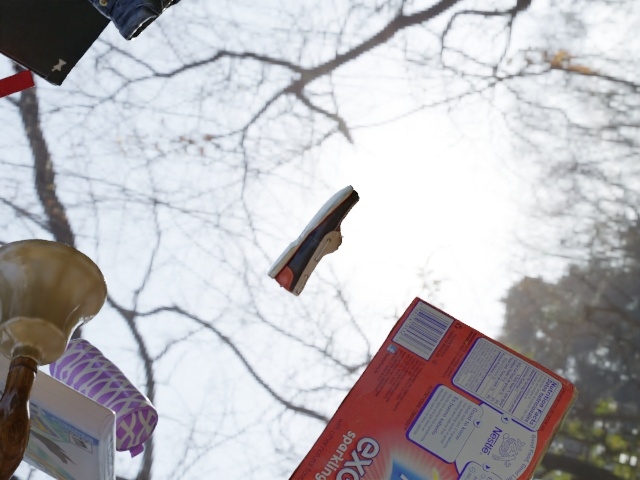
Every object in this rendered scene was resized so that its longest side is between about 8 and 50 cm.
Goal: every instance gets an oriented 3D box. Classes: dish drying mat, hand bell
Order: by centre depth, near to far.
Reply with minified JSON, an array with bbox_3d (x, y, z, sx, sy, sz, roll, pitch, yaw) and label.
[{"bbox_3d":[-0.272,0.123,0.954,0.242,0.126,0.126,-93,-8,-49],"label":"hand bell"},{"bbox_3d":[-0.454,-0.221,1.508,0.083,0.008,0.032,-24,-39,-17],"label":"dish drying mat"}]

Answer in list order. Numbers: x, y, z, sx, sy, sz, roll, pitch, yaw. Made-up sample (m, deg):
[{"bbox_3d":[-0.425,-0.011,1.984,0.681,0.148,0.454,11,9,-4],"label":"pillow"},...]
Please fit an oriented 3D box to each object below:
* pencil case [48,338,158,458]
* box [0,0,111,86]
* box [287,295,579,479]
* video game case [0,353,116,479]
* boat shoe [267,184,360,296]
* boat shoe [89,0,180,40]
[{"bbox_3d":[-0.318,0.227,1.537,0.086,0.206,0.088,-27,-44,-28],"label":"pencil case"},{"bbox_3d":[-0.535,-0.466,1.606,0.212,0.395,0.293,-50,-27,5],"label":"box"},{"bbox_3d":[0.058,0.217,0.814,0.300,0.154,0.142,-53,-17,-28],"label":"box"},{"bbox_3d":[-0.383,0.178,1.201,0.036,0.329,0.300,-60,-4,-29],"label":"video game case"},{"bbox_3d":[0.000,0.000,1.121,0.137,0.043,0.049,-50,8,12],"label":"boat shoe"},{"bbox_3d":[-0.122,-0.242,0.834,0.083,0.183,0.065,49,-147,-7],"label":"boat shoe"}]
